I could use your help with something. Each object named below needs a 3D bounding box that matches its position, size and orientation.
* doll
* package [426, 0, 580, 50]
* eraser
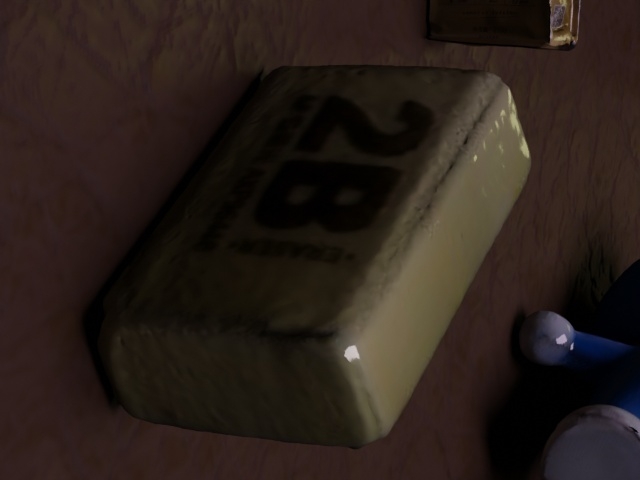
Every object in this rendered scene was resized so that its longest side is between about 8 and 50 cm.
[{"bbox_3d":[0.222,0.090,1.136,0.161,0.215,0.257,-49,180,29],"label":"doll"},{"bbox_3d":[0.092,-0.159,0.952,0.047,0.071,0.131,-12,104,-56],"label":"package"},{"bbox_3d":[0.000,0.000,0.751,0.172,0.117,0.058,-57,142,-41],"label":"eraser"}]
